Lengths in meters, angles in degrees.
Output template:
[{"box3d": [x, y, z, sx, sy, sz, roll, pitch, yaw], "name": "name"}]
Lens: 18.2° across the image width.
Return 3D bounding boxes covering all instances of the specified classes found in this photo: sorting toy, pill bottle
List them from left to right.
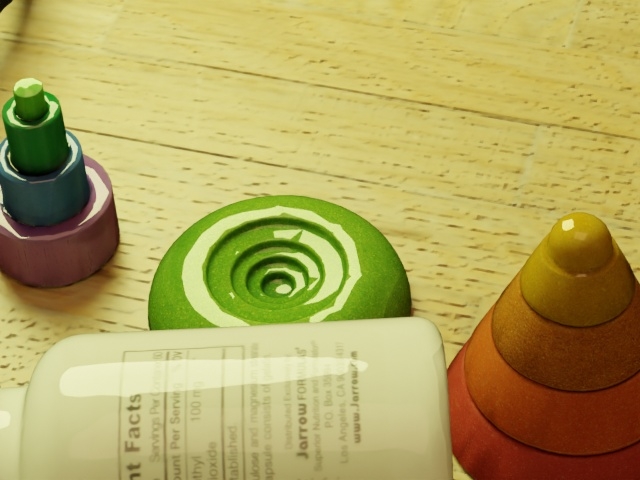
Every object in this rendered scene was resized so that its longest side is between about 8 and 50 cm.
[{"box3d": [-0.061, 0.101, 0.816, 0.229, 0.131, 0.131, -3, 47, 2], "name": "pill bottle"}, {"box3d": [0.000, 0.000, 0.913, 0.365, 0.126, 0.127, 18, 51, 19], "name": "sorting toy"}]

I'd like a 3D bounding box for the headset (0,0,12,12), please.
[{"box3d": [-0.297, -0.155, 1.039, 0.243, 0.185, 0.394, 6, 36, 10], "name": "headset"}]
